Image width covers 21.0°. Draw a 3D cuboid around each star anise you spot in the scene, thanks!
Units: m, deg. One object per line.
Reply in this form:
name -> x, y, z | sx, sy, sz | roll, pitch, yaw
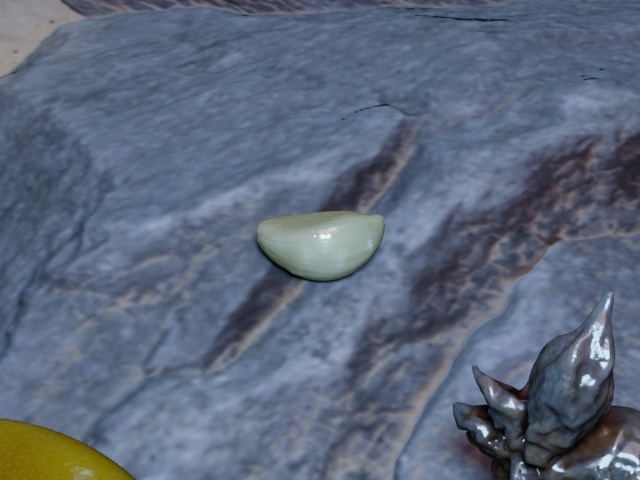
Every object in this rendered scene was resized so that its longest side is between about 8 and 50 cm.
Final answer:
star anise -> 0.079, 0.145, 0.887 | 0.218, 0.148, 0.227 | 14, 47, 15

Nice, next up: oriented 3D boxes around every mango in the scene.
mango -> -0.140, 0.147, 0.869 | 0.102, 0.085, 0.184 | -30, 42, -33

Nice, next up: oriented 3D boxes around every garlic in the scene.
garlic -> 0.000, 0.000, 1.116 | 0.083, 0.041, 0.053 | 1, 33, 2
